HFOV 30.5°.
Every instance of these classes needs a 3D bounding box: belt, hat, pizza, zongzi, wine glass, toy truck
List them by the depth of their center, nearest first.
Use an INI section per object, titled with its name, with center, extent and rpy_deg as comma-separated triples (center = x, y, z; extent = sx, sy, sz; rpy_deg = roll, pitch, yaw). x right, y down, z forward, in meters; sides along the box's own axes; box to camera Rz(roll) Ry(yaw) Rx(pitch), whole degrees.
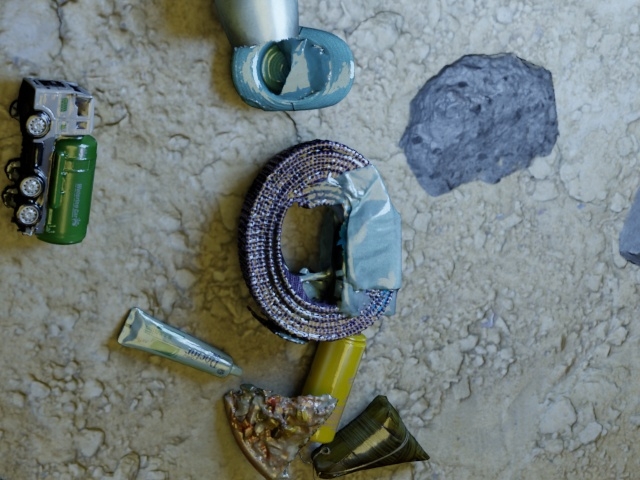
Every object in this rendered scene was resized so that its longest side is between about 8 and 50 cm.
[wine glass]
center = -0.104, -0.401, 1.702
extent = 0.126, 0.126, 0.241
rpy_deg = -13, 100, -18
[toy truck]
center = -0.389, -0.112, 1.711
extent = 0.125, 0.101, 0.242
rpy_deg = 0, 109, -27
[hat]
center = -0.045, -0.265, 1.817
extent = 0.191, 0.078, 0.138
rpy_deg = 6, 96, -4
[belt]
center = 0.000, 0.000, 1.874
extent = 0.260, 0.122, 0.324
rpy_deg = -1, 97, -11
[pizza]
center = -0.057, 0.305, 1.947
extent = 0.195, 0.052, 0.185
rpy_deg = -26, 100, 18
[zongzi]
center = 0.085, 0.388, 2.075
extent = 0.187, 0.084, 0.184
rpy_deg = -36, 126, 0

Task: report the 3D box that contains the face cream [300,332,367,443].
[face cream]
center = 0.027, 0.205, 1.988
extent = 0.078, 0.078, 0.273
rpy_deg = 14, 101, -25

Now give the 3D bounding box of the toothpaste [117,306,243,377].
[toothpaste]
center = -0.222, 0.176, 1.903
extent = 0.218, 0.041, 0.064
rpy_deg = 26, 84, -24

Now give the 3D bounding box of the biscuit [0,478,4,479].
[biscuit]
center = -0.467, 0.497, 1.899
extent = 0.250, 0.046, 0.147
rpy_deg = 37, 90, -27
